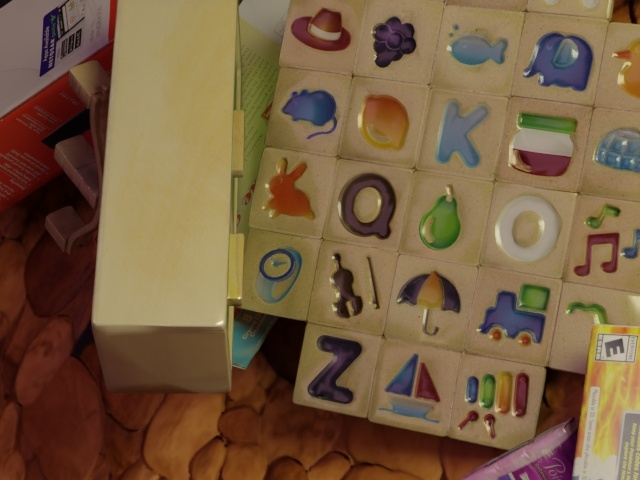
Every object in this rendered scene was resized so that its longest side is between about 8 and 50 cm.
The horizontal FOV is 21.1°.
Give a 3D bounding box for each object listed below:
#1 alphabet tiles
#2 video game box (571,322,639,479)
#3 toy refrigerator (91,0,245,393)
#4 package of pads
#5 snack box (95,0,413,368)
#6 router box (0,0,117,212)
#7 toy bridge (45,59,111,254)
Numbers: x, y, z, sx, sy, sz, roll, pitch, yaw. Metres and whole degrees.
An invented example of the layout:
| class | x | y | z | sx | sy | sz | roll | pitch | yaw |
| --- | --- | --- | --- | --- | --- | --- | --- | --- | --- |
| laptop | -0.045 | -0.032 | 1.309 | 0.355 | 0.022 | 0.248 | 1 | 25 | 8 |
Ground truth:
| class | x | y | z | sx | sy | sz | roll | pitch | yaw |
| --- | --- | --- | --- | --- | --- | --- | --- | --- | --- |
| alphabet tiles | 0.090 | -0.043 | 1.138 | 0.285 | 0.011 | 0.342 | 9 | 87 | 24 |
| video game box | 0.235 | 0.153 | 0.978 | 0.187 | 0.048 | 0.205 | 2 | 74 | 28 |
| toy refrigerator | -0.096 | -0.038 | 1.169 | 0.094 | 0.102 | 0.269 | 1 | 59 | 0 |
| package of pads | 0.135 | 0.151 | 1.074 | 0.083 | 0.032 | 0.050 | -32 | 87 | 25 |
| snack box | -0.031 | -0.086 | 1.274 | 0.322 | 0.060 | 0.187 | -57 | 38 | 6 |
| router box | -0.224 | -0.208 | 1.439 | 0.301 | 0.082 | 0.335 | -30 | 45 | 27 |
| toy bridge | -0.172 | -0.051 | 1.277 | 0.063 | 0.026 | 0.188 | 51 | 146 | 24 |
